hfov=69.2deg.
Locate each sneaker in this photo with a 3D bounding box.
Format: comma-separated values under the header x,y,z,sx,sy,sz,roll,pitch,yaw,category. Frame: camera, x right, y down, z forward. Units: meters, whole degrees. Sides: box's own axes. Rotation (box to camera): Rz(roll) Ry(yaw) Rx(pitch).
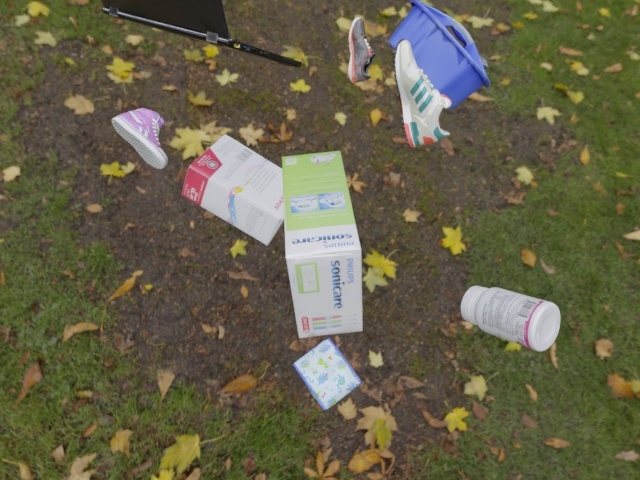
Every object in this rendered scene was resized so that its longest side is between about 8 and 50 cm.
x,y,z,sx,sy,sz,roll,pitch,yaw,category
0.155,-0.222,0.696,0.075,0.161,0.057,-8,24,15,sneaker
0.109,-0.474,1.160,0.064,0.158,0.061,5,9,27,sneaker
-0.617,-0.391,1.708,0.282,0.102,0.161,45,57,13,sneaker

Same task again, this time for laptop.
x,y,z,sx,sy,sz,roll,pitch,yaw,category
-0.271,-0.546,0.957,0.381,0.237,0.407,25,21,25,laptop

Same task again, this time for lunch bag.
x,y,z,sx,sy,sz,roll,pitch,yaw,category
0.016,0.363,1.270,0.128,0.096,0.151,-34,81,-14,lunch bag

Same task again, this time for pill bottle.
x,y,z,sx,sy,sz,roll,pitch,yaw,category
0.624,0.248,1.549,0.160,0.283,0.161,-8,104,-33,pill bottle

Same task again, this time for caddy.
x,y,z,sx,sy,sz,roll,pitch,yaw,category
0.353,-0.550,1.360,0.341,0.179,0.241,43,21,-10,caddy

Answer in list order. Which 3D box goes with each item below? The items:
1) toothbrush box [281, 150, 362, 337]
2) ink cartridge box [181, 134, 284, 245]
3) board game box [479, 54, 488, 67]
x,y,z,sx,sy,sz,roll,pitch,yaw,category
0.000,0.000,0.853,0.122,0.206,0.283,-7,43,-2,toothbrush box
-0.228,-0.157,1.417,0.306,0.131,0.226,32,40,-2,ink cartridge box
0.512,-0.634,1.714,0.243,0.165,0.042,-24,97,-56,board game box
